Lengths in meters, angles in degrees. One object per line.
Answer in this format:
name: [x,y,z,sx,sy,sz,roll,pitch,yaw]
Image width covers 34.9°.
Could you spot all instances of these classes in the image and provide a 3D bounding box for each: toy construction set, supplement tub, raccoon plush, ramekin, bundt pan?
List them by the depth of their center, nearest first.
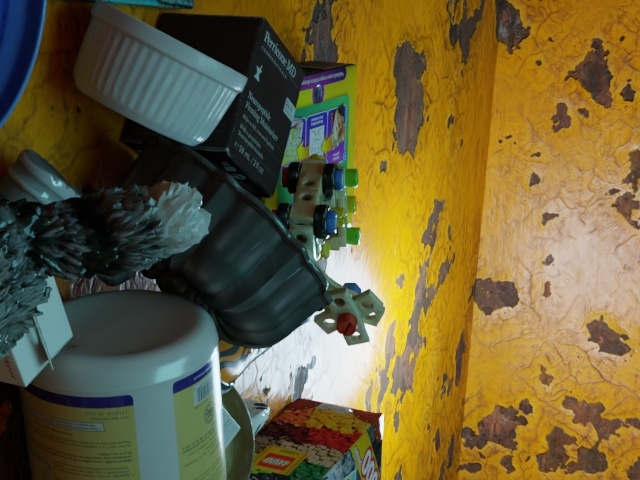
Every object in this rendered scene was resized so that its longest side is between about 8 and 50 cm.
raccoon plush: [-0.300,0.111,0.852,0.216,0.446,0.299,82,-4,-75]
ramekin: [-0.205,-0.201,1.256,0.109,0.207,0.207,-62,158,6]
supplement tub: [-0.238,0.252,1.261,0.241,0.241,0.332,-37,131,-59]
bundt pan: [-0.150,0.022,1.336,0.124,0.330,0.331,-48,145,-17]
toy construction set: [0.000,0.000,1.519,0.328,0.151,0.215,-102,-174,-51]

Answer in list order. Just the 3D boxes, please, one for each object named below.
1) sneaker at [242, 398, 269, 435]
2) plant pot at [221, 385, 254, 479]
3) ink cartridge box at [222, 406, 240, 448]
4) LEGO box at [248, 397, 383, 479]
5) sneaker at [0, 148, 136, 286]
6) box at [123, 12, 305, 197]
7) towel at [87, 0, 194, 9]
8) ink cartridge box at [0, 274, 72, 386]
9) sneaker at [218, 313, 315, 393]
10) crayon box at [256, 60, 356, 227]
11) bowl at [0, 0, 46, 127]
sneaker: [-0.163,0.363,1.659,0.235,0.094,0.153,-33,128,-60]
plant pot: [-0.199,0.298,1.514,0.236,0.032,0.236,17,64,-38]
ink cartridge box: [-0.204,0.257,1.456,0.150,0.063,0.109,52,47,-16]
LEGO box: [-0.039,0.598,1.890,0.372,0.193,0.501,-30,124,-62]
sneaker: [-0.318,-0.006,1.222,0.115,0.105,0.281,-44,151,-6]
box: [-0.145,-0.189,1.436,0.168,0.167,0.203,44,57,-62]
towel: [-0.254,-0.433,1.274,0.370,0.040,0.272,-19,115,-65]
ink cartridge box: [-0.343,0.087,1.091,0.090,0.143,0.092,-55,145,-47]
sneaker: [-0.108,0.121,1.542,0.125,0.180,0.321,51,9,0]
crayon box: [-0.055,-0.134,1.744,0.363,0.106,0.313,-29,125,-61]
bowl: [-0.404,-0.255,0.931,0.391,0.077,0.391,8,90,-67]
